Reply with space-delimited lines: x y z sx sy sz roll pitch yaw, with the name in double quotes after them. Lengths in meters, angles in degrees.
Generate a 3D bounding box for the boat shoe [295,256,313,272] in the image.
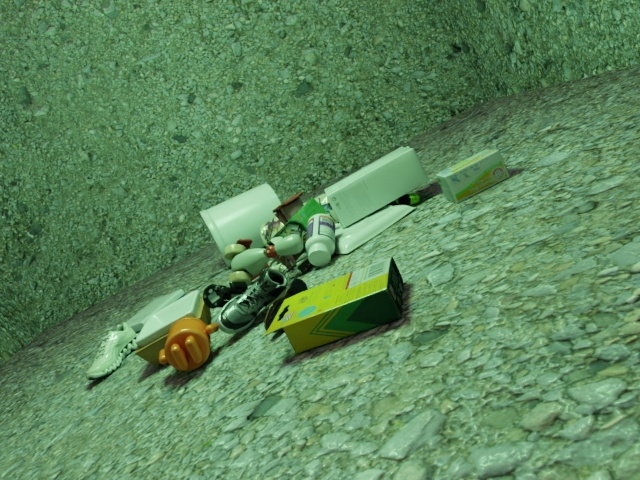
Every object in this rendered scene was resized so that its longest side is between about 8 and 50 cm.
-0.039 0.077 1.766 0.049 0.042 0.133 -44 -2 43 "boat shoe"

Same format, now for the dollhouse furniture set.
-0.189 -0.013 1.974 0.374 0.201 0.152 -36 6 -21 "dollhouse furniture set"

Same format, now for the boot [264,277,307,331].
-0.115 0.207 1.374 0.106 0.082 0.219 -45 3 38 "boot"

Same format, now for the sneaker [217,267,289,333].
-0.199 0.169 1.456 0.269 0.101 0.153 -35 -16 -44 "sneaker"

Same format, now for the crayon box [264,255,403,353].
0.039 0.161 1.159 0.319 0.081 0.202 -22 13 18 "crayon box"

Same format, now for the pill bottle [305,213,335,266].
0.000 0.000 1.739 0.108 0.108 0.193 -23 36 21 "pill bottle"

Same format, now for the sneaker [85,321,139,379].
-0.791 0.415 1.792 0.110 0.118 0.292 -22 15 16 "sneaker"

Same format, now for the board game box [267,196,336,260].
-0.076 -0.036 1.909 0.260 0.136 0.030 -45 8 1 "board game box"

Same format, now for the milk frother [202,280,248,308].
-0.313 0.218 1.662 0.129 0.143 0.135 -18 -14 24 "milk frother"

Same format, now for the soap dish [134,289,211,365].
-0.486 0.294 1.625 0.229 0.118 0.291 -29 12 -4 "soap dish"

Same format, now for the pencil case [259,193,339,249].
-0.078 -0.078 2.190 0.411 0.160 0.183 -24 38 14 "pencil case"

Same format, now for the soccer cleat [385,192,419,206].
0.314 -0.158 1.909 0.072 0.060 0.179 -9 0 -41 "soccer cleat"

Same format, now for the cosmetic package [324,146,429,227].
0.217 -0.222 1.922 0.385 0.156 0.217 -27 13 6 "cosmetic package"

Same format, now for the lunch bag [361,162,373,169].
0.305 -0.282 2.240 0.224 0.160 0.262 -19 26 22 "lunch bag"

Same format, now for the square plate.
0.145 -0.053 1.883 0.347 0.049 0.344 -33 13 -22 "square plate"

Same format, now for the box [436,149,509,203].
0.526 -0.225 1.653 0.203 0.103 0.114 -27 12 2 "box"

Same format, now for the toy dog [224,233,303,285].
-0.202 0.081 1.790 0.334 0.220 0.161 2 -16 28 "toy dog"

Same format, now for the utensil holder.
-0.393 -0.089 2.533 0.386 0.327 0.328 -28 12 -12 "utensil holder"

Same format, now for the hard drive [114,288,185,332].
-0.816 0.349 2.280 0.210 0.040 0.318 -21 14 25 "hard drive"

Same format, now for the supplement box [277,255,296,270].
-0.136 0.074 1.871 0.043 0.083 0.055 -23 13 22 "supplement box"

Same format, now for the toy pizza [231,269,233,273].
-0.330 0.109 2.259 0.201 0.032 0.201 -27 12 6 "toy pizza"

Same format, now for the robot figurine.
-0.382 0.297 1.387 0.158 0.128 0.219 -64 15 1 "robot figurine"
